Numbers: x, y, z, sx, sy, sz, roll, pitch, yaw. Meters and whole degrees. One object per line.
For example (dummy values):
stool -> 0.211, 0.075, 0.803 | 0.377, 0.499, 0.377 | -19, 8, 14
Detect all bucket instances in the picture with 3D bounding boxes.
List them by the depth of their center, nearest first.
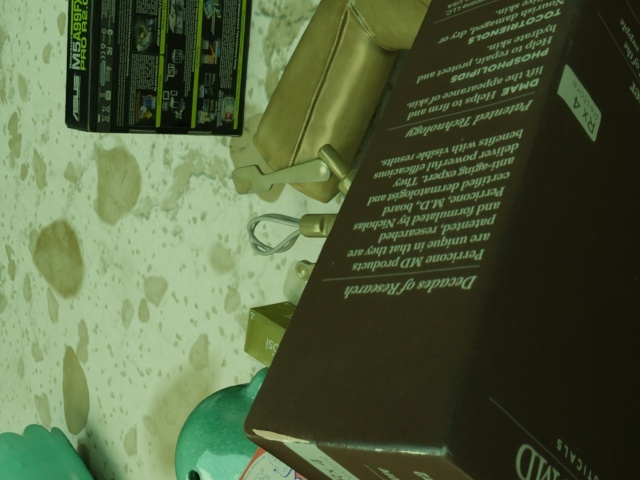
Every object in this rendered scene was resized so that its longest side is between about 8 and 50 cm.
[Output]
bucket -> -0.480, 0.462, 1.276 | 0.183, 0.281, 0.281 | 37, 120, 29

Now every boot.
boot -> 0.051, -0.148, 0.786 | 0.236, 0.089, 0.269 | 52, 131, 34

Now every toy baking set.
toy baking set -> 0.004, -0.003, 0.824 | 0.256, 0.030, 0.197 | 51, 135, 5

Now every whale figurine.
whale figurine -> -0.059, 0.255, 0.894 | 0.272, 0.141, 0.216 | -8, 88, 43

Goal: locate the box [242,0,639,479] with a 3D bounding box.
box -> 0.125, -0.006, 0.492 | 0.143, 0.191, 0.381 | -6, 50, 45

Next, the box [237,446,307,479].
box -> 0.053, 0.196, 0.710 | 0.154, 0.142, 0.300 | 38, 102, 37

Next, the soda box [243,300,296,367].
soda box -> -0.007, 0.129, 0.884 | 0.181, 0.061, 0.058 | 24, 112, 43

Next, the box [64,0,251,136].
box -> -0.183, -0.259, 0.921 | 0.060, 0.216, 0.270 | 17, 107, 43
